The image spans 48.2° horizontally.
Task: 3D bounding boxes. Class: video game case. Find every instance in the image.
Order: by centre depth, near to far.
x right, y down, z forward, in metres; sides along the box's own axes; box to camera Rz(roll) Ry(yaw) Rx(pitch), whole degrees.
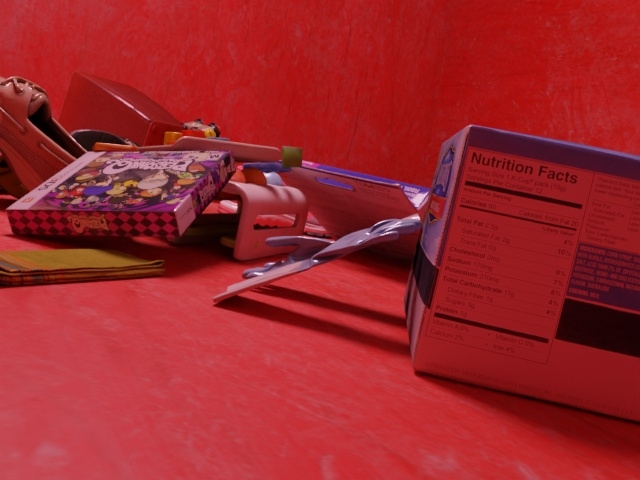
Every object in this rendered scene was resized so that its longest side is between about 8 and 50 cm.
[{"bbox_3d":[-0.255,-0.067,0.955,0.232,0.041,0.210,2,28,14],"label":"video game case"}]

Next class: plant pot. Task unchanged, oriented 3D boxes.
[{"bbox_3d":[-0.527,-0.270,1.923,0.236,0.267,0.267,24,9,14],"label":"plant pot"}]

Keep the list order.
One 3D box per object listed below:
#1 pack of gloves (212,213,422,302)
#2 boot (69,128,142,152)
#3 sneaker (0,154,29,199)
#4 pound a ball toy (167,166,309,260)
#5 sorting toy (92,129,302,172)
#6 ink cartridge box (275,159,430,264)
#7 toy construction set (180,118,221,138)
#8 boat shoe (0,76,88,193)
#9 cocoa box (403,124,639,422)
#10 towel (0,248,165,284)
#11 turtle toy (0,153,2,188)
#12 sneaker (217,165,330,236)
[{"bbox_3d":[0.000,0.000,0.816,0.232,0.046,0.195,-19,1,7],"label":"pack of gloves"},{"bbox_3d":[-0.455,-0.182,1.492,0.179,0.085,0.236,17,3,40],"label":"boot"},{"bbox_3d":[-0.451,-0.102,1.280,0.124,0.109,0.296,-15,-6,32],"label":"sneaker"},{"bbox_3d":[-0.166,-0.060,1.153,0.208,0.135,0.319,14,6,17],"label":"pound a ball toy"},{"bbox_3d":[-0.187,-0.150,1.152,0.348,0.047,0.196,2,-1,-35],"label":"sorting toy"},{"bbox_3d":[0.095,-0.064,1.341,0.324,0.071,0.330,17,-21,38],"label":"ink cartridge box"},{"bbox_3d":[-0.343,-0.225,2.033,0.328,0.214,0.151,13,28,42],"label":"toy construction set"},{"bbox_3d":[-0.466,-0.198,1.109,0.341,0.110,0.121,50,13,-8],"label":"boat shoe"},{"bbox_3d":[0.227,0.014,0.774,0.232,0.227,0.347,12,6,5],"label":"cocoa box"},{"bbox_3d":[-0.277,0.020,0.749,0.102,0.021,0.237,16,7,28],"label":"towel"},{"bbox_3d":[-0.586,-0.124,1.270,0.130,0.066,0.095,17,8,41],"label":"turtle toy"},{"bbox_3d":[-0.065,-0.090,1.594,0.314,0.136,0.116,9,8,-26],"label":"sneaker"}]
